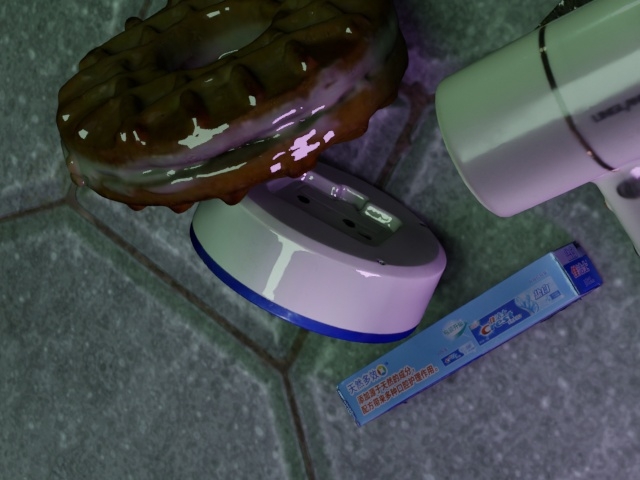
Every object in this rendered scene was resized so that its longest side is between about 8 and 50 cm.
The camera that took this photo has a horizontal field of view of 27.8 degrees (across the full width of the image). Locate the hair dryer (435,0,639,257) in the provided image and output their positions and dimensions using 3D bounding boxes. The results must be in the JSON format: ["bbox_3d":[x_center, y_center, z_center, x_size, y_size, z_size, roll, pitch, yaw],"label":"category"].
[{"bbox_3d":[0.268,-0.022,1.047,0.203,0.128,0.362,-25,112,27],"label":"hair dryer"}]

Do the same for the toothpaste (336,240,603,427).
[{"bbox_3d":[0.136,0.091,1.216,0.272,0.066,0.053,-35,82,31],"label":"toothpaste"}]

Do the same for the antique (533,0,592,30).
[{"bbox_3d":[0.235,-0.171,1.101,0.081,0.080,0.221,52,121,13],"label":"antique"}]

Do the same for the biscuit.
[{"bbox_3d":[-0.079,-0.148,1.165,0.332,0.332,0.103,-3,127,31],"label":"biscuit"}]

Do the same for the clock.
[{"bbox_3d":[0.000,0.000,1.185,0.230,0.230,0.083,34,111,21],"label":"clock"}]
